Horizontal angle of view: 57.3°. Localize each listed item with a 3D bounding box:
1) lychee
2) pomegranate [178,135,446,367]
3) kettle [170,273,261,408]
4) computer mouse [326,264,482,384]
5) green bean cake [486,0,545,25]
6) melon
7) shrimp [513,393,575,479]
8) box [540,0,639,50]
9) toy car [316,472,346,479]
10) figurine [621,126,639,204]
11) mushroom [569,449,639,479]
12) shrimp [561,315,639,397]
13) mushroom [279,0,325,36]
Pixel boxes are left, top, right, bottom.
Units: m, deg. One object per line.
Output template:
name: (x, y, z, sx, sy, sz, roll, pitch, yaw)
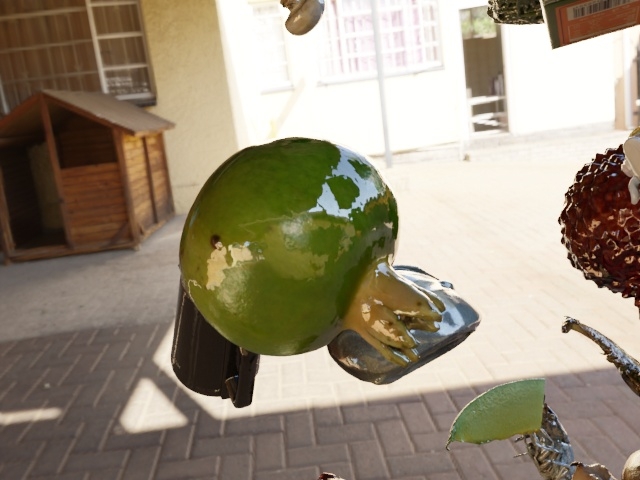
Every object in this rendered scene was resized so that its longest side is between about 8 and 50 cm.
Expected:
lychee: (0.832, -0.032, 1.495, 0.424, 0.425, 0.500, -2, 56, 24)
pomegranate: (0.000, 0.000, 0.733, 0.358, 0.216, 0.309, 32, 44, 23)
kettle: (-0.210, 0.185, 1.201, 0.203, 0.308, 0.262, 13, 47, -3)
computer mouse: (0.169, 0.134, 1.080, 0.203, 0.114, 0.373, 30, 35, 31)
green bean cake: (0.371, -0.440, 0.984, 0.173, 0.094, 0.181, 7, -8, 13)
melon: (0.343, 0.350, 1.151, 0.261, 0.114, 0.053, -15, -13, -23)
shrimp: (0.641, 0.636, 1.642, 0.165, 0.411, 0.221, -22, -5, 1)
box: (0.325, -0.330, 0.619, 0.194, 0.178, 0.148, -11, -9, 25)
toy car: (0.043, 0.637, 1.441, 0.112, 0.139, 0.112, -45, -16, -25)
figurine: (0.642, -0.130, 1.084, 0.128, 0.208, 0.184, -46, 23, 42)
mushroom: (0.542, 0.424, 0.827, 0.345, 0.346, 0.259, -19, -16, -46)
shrimp: (0.396, 0.161, 0.797, 0.147, 0.035, 0.195, 35, 15, -11)
mushroom: (-0.036, -0.391, 0.983, 0.079, 0.085, 0.085, 32, -5, -22)
